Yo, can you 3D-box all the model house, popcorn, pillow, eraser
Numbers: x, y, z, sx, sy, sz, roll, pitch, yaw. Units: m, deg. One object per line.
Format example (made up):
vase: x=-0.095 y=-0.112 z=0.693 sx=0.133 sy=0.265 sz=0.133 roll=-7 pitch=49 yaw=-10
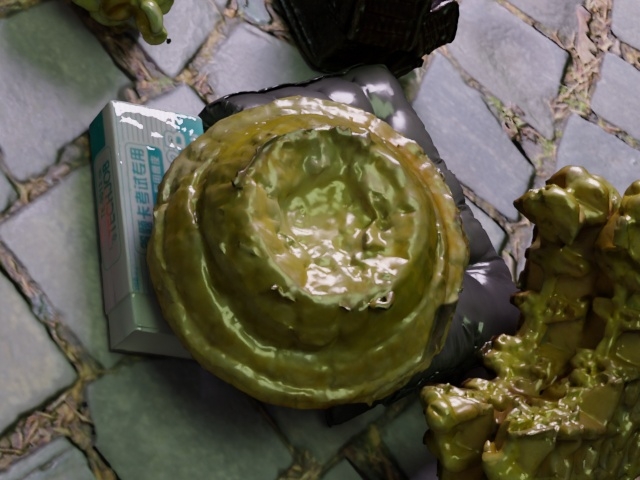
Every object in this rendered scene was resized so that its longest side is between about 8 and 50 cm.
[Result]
model house: x=0.060 y=-0.229 z=1.893 sx=0.165 sy=0.152 sz=0.106 roll=3 pitch=68 yaw=-31
popcorn: x=-0.173 y=-0.263 z=1.760 sx=0.141 sy=0.135 sz=0.162 roll=36 pitch=32 yaw=-40
pillow: x=0.043 y=-0.007 z=1.782 sx=0.228 sy=0.101 sz=0.326 roll=-17 pitch=75 yaw=-43
eraser: x=-0.140 y=-0.010 z=1.686 sx=0.095 sy=0.052 sz=0.225 roll=9 pitch=59 yaw=-32

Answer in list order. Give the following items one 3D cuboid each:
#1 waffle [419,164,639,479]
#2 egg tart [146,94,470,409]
waffle: x=0.220 y=0.105 z=1.705 sx=0.324 sy=0.151 sz=0.261 roll=-59 pitch=146 yaw=-14
egg tart: x=0.000 y=0.000 z=1.628 sx=0.290 sy=0.115 sz=0.290 roll=7 pitch=67 yaw=-16
